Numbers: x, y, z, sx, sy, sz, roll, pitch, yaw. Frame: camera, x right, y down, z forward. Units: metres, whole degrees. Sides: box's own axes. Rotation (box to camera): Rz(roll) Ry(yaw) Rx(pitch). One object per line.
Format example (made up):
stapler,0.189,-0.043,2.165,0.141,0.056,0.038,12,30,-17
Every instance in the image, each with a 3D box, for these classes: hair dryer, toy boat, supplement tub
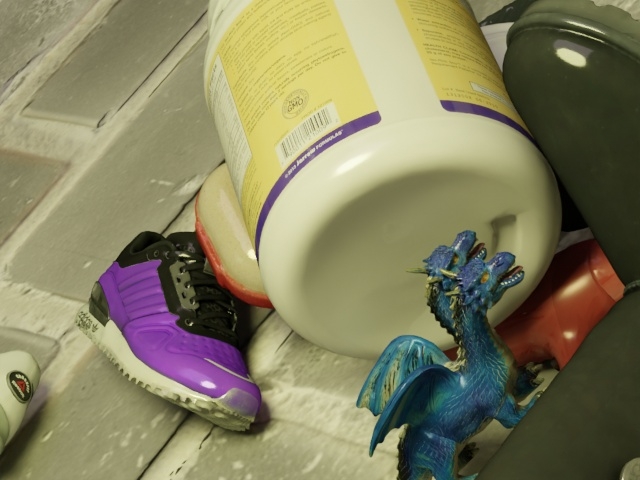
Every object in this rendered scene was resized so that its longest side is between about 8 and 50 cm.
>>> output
hair dryer,0.200,0.092,1.485,0.293,0.080,0.223,8,54,48
toy boat,0.000,0.000,1.731,0.231,0.151,0.151,-15,57,-18
supplement tub,0.038,-0.093,1.543,0.241,0.241,0.331,-29,44,10

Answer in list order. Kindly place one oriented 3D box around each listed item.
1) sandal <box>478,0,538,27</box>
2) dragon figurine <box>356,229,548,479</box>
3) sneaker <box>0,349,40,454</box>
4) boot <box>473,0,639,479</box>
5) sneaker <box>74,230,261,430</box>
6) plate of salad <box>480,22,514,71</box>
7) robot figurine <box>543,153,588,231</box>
sandal,0.054,-0.121,1.852,0.446,0.107,0.167,-36,33,0
dragon figurine,0.079,0.127,1.436,0.289,0.144,0.085,-53,20,17
sneaker,-0.411,0.189,1.902,0.330,0.122,0.146,-15,21,30
boot,0.171,0.096,1.286,0.445,0.367,0.146,-51,0,-21
sneaker,-0.126,0.064,1.754,0.146,0.102,0.293,-59,36,1
plate of salad,0.180,-0.121,1.742,0.200,0.048,0.200,-2,53,3
robot figurine,0.303,-0.099,1.552,0.278,0.173,0.209,-19,74,24
